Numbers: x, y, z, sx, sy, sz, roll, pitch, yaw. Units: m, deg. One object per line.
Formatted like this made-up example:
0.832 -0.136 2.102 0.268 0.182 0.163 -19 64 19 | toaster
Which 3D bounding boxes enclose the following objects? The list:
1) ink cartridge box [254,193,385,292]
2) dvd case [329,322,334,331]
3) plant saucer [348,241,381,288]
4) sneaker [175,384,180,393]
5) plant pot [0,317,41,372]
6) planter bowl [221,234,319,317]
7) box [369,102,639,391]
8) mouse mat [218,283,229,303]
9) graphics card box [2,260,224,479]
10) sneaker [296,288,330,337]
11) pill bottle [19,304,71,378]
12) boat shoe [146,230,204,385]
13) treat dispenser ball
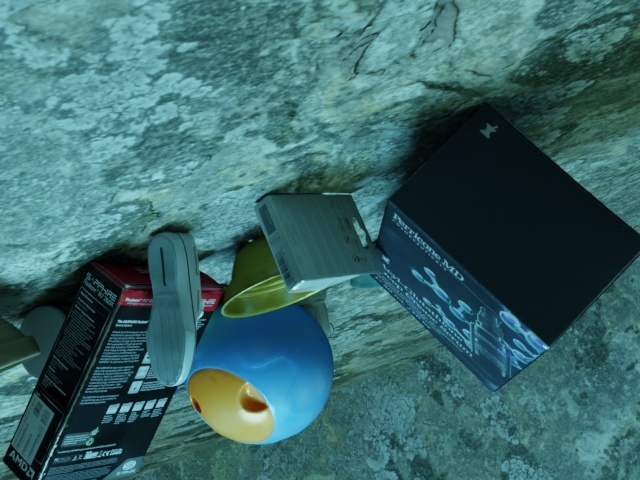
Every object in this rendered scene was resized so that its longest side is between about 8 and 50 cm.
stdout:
0.000 0.000 1.461 0.179 0.145 0.045 -2 152 -47 | ink cartridge box
-0.107 0.252 2.296 0.253 0.022 0.180 -22 179 -19 | dvd case
0.200 0.017 1.938 0.318 0.043 0.317 -18 164 -5 | plant saucer
-0.401 0.305 2.113 0.315 0.127 0.182 -21 169 34 | sneaker
-0.538 0.163 1.420 0.237 0.109 0.237 -24 179 0 | plant pot
-0.075 0.044 1.621 0.217 0.090 0.217 -20 164 -6 | planter bowl
0.257 0.030 1.481 0.212 0.293 0.395 -43 168 -13 | box
-0.239 0.112 1.824 0.153 0.007 0.190 -25 162 23 | mouse mat
-0.324 0.212 1.556 0.233 0.094 0.371 5 114 -57 | graphics card box
-0.071 0.193 2.089 0.110 0.118 0.292 -10 164 -33 | sneaker
-0.386 0.168 1.637 0.119 0.119 0.208 -27 162 28 | pill bottle
-0.202 0.098 1.441 0.083 0.226 0.076 7 -171 33 | boat shoe
-0.118 0.244 1.883 0.288 0.288 0.288 -17 164 -5 | treat dispenser ball
